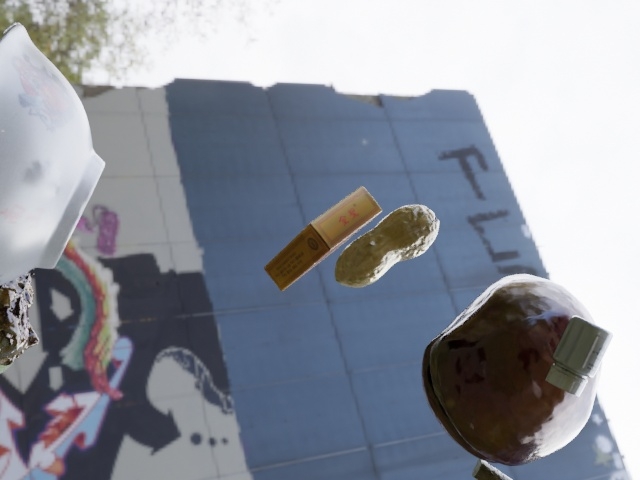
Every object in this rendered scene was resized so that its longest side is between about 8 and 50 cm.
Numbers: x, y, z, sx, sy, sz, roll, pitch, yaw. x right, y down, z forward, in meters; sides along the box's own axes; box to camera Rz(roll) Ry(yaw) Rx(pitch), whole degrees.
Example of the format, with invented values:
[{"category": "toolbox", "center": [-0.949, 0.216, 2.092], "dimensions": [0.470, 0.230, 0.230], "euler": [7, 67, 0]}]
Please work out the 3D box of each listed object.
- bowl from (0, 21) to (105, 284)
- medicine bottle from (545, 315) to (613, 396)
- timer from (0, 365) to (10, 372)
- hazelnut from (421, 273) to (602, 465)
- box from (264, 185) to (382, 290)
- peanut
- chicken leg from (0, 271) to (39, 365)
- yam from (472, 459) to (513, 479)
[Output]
[{"category": "bowl", "center": [-0.352, -0.063, 0.967], "dimensions": [0.345, 0.157, 0.345], "euler": [-56, -162, 28]}, {"category": "medicine bottle", "center": [0.461, 0.207, 1.490], "dimensions": [0.080, 0.080, 0.130], "euler": [30, -86, 58]}, {"category": "timer", "center": [-0.729, 0.170, 1.407], "dimensions": [0.291, 0.315, 0.290], "euler": [16, -59, 28]}, {"category": "hazelnut", "center": [0.446, 0.278, 1.866], "dimensions": [0.402, 0.429, 0.402], "euler": [27, -47, 33]}, {"category": "box", "center": [0.000, 0.000, 1.856], "dimensions": [0.076, 0.174, 0.274], "euler": [51, -33, 1]}, {"category": "peanut", "center": [0.170, 0.019, 2.208], "dimensions": [0.149, 0.313, 0.149], "euler": [52, -6, 8]}, {"category": "chicken leg", "center": [-0.409, 0.066, 1.081], "dimensions": [0.125, 0.081, 0.196], "euler": [58, 26, -67]}, {"category": "yam", "center": [0.428, 0.584, 2.005], "dimensions": [0.132, 0.054, 0.054], "euler": [35, -43, 4]}]
